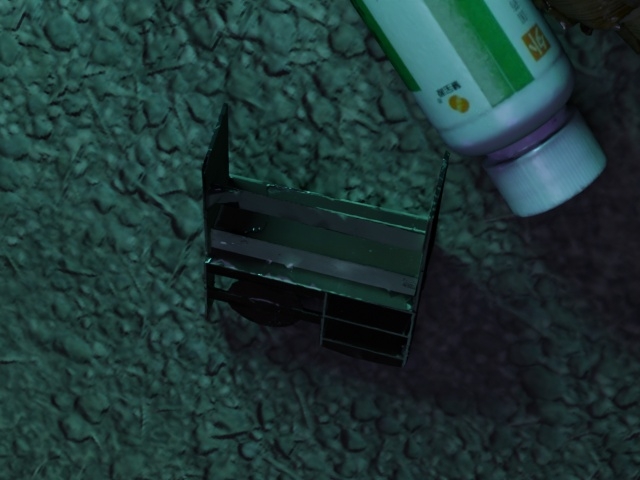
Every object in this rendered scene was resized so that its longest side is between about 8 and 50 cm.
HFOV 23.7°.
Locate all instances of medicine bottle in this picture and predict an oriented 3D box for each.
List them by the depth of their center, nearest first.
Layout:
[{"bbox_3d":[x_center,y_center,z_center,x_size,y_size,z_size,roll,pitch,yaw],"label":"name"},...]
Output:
[{"bbox_3d":[0.077,-0.136,0.912,0.095,0.095,0.260,-29,103,21],"label":"medicine bottle"}]

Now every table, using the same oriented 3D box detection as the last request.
[{"bbox_3d":[0.000,0.000,0.999,0.146,0.062,0.175,13,147,6],"label":"table"}]

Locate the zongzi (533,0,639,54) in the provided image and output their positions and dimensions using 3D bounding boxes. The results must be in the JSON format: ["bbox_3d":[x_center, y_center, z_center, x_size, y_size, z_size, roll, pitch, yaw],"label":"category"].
[{"bbox_3d":[0.220,-0.186,0.873,0.197,0.099,0.194,30,107,-28],"label":"zongzi"}]
